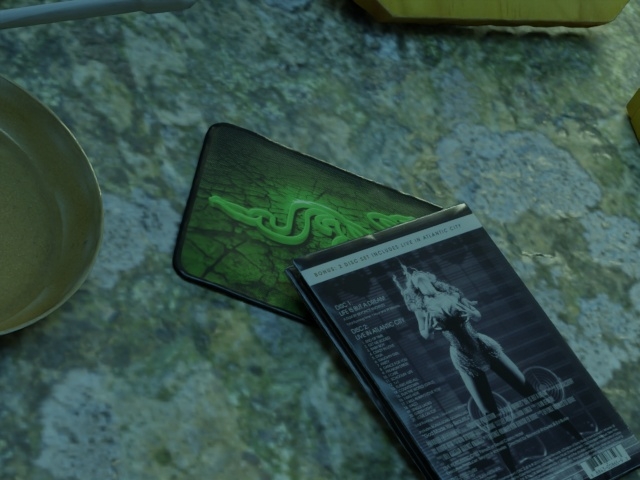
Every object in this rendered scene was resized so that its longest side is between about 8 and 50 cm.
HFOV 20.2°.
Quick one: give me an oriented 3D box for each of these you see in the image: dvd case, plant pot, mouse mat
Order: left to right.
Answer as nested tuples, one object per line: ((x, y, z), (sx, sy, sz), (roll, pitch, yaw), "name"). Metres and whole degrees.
((-0.248, -0.026, 1.084), (0.236, 0.032, 0.236), (16, 45, -17), "plant pot")
((0.000, 0.000, 1.213), (0.189, 0.007, 0.153), (21, 44, -11), "mouse mat")
((0.097, 0.082, 1.176), (0.164, 0.018, 0.221), (-18, 65, -39), "dvd case")

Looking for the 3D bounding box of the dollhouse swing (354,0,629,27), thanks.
((0.077, -0.344, 1.528), (0.346, 0.305, 0.315), (-3, 12, -30), "dollhouse swing")

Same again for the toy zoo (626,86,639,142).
((0.356, -0.032, 1.417), (0.192, 0.030, 0.293), (3, 50, -26), "toy zoo")

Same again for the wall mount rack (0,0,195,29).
((-0.191, -0.230, 1.208), (0.304, 0.130, 0.350), (30, 38, 4), "wall mount rack")
